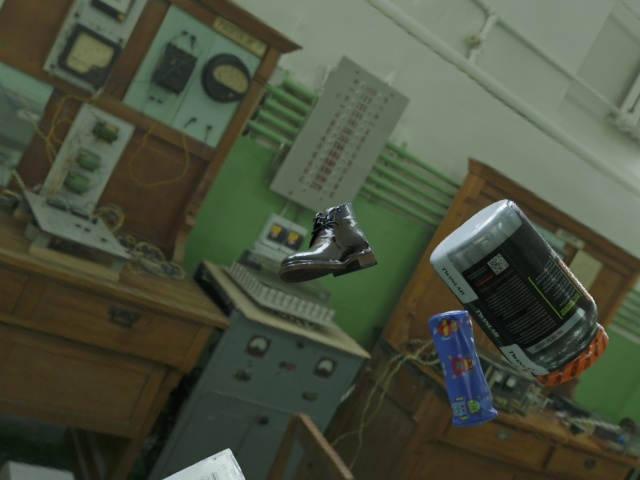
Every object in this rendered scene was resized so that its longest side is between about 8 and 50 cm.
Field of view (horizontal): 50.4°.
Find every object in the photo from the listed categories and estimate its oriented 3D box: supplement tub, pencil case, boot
[{"bbox_3d":[0.393,0.105,1.342,0.338,0.207,0.207,51,6,0],"label":"supplement tub"},{"bbox_3d":[0.373,0.332,1.794,0.119,0.306,0.133,-14,-14,9],"label":"pencil case"},{"bbox_3d":[0.000,0.000,0.983,0.082,0.106,0.219,-20,-9,30],"label":"boot"}]

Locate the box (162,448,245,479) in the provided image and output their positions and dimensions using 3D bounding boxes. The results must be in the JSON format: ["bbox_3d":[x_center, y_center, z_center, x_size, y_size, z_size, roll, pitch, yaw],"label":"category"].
[{"bbox_3d":[-0.172,0.503,1.152,0.127,0.149,0.232,35,-35,62],"label":"box"}]
